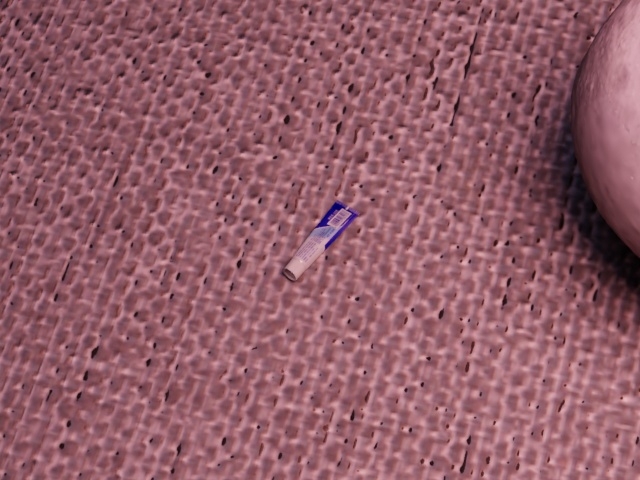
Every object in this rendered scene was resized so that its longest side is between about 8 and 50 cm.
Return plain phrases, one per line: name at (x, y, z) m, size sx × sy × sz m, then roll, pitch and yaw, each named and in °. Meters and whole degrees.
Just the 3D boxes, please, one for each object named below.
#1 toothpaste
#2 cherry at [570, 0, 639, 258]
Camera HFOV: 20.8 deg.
toothpaste at (0.000, 0.000, 1.439) m, size 0.024 × 0.015 × 0.083 m, roll 29°, pitch 62°, yaw 20°
cherry at (0.339, -0.081, 1.274) m, size 0.291 × 0.326 × 0.335 m, roll -25°, pitch 62°, yaw 1°
